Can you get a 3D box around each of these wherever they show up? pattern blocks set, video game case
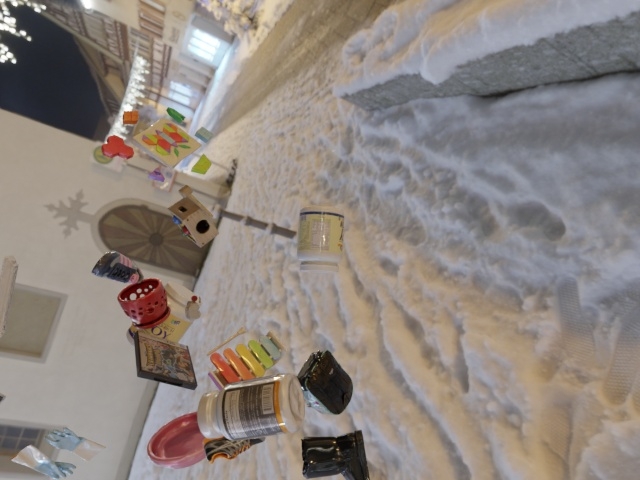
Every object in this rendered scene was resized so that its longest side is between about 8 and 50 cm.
[{"bbox_3d":[-0.458,-0.293,1.265,0.026,0.286,0.324,-47,24,38],"label":"pattern blocks set"},{"bbox_3d":[-0.657,0.505,1.795,0.035,0.248,0.275,-56,34,7],"label":"video game case"}]

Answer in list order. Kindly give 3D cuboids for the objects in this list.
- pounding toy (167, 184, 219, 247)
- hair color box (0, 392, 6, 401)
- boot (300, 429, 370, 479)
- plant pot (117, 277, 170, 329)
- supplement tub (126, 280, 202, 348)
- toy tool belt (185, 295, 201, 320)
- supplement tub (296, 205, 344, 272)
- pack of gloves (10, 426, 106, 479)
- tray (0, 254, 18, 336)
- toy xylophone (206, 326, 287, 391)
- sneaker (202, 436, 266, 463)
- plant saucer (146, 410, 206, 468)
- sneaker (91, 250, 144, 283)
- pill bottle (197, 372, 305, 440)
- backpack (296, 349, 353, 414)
[{"bbox_3d":[-0.432,-0.081,1.407,0.094,0.205,0.181,-40,44,-21],"label":"pounding toy"},{"bbox_3d":[-1.375,0.543,1.578,0.174,0.347,0.105,-26,30,53],"label":"hair color box"},{"bbox_3d":[0.049,0.733,1.356,0.094,0.208,0.246,-82,-17,-86],"label":"boot"},{"bbox_3d":[-0.769,0.286,1.874,0.191,0.191,0.173,-131,26,-64],"label":"plant pot"},{"bbox_3d":[-0.773,0.394,2.122,0.331,0.241,0.241,-55,23,-3],"label":"supplement tub"},{"bbox_3d":[-0.424,0.220,1.404,0.051,0.052,0.083,4,93,59],"label":"toy tool belt"},{"bbox_3d":[0.000,0.000,2.166,0.235,0.236,0.324,168,107,-64],"label":"supplement tub"},{"bbox_3d":[-0.940,0.784,1.535,0.195,0.232,0.046,-36,39,-7],"label":"pack of gloves"},{"bbox_3d":[-0.974,0.182,1.308,0.145,0.030,0.269,3,83,60],"label":"tray"},{"bbox_3d":[-0.305,0.463,1.663,0.323,0.236,0.081,-37,-20,-43],"label":"toy xylophone"},{"bbox_3d":[-0.293,0.709,1.463,0.084,0.215,0.083,95,163,-44],"label":"sneaker"},{"bbox_3d":[-0.590,0.892,1.888,0.332,0.333,0.084,-160,56,-67],"label":"plant saucer"},{"bbox_3d":[-0.788,0.118,1.686,0.112,0.131,0.319,-55,4,-6],"label":"sneaker"},{"bbox_3d":[-0.198,0.483,1.224,0.279,0.162,0.162,-14,48,14],"label":"pill bottle"},{"bbox_3d":[0.011,0.482,1.410,0.144,0.188,0.165,-35,14,47],"label":"backpack"}]
